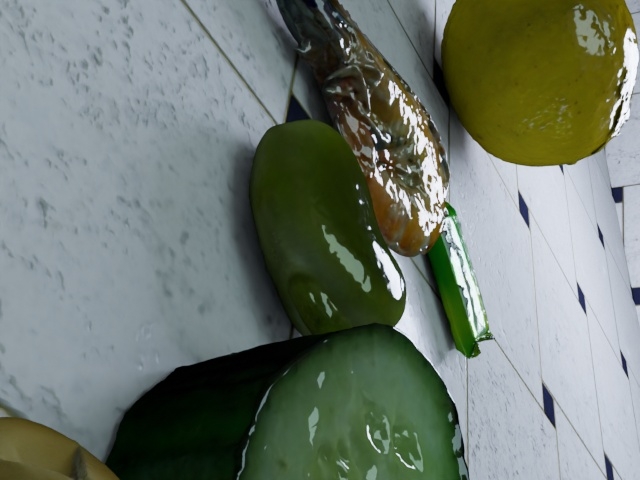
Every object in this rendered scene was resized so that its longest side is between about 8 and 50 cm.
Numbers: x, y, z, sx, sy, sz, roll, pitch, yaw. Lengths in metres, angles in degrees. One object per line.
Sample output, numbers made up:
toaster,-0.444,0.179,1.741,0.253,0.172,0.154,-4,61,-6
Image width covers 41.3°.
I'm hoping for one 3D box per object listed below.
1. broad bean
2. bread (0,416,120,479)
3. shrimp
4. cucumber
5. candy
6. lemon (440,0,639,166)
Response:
broad bean,0.000,0.000,0.605,0.124,0.082,0.174,-8,72,-64
bread,-0.098,0.103,0.300,0.082,0.115,0.056,7,110,-52
shrimp,0.039,-0.102,0.758,0.317,0.062,0.164,51,39,-39
cucumber,-0.012,0.131,0.445,0.191,0.130,0.191,36,44,-45
candy,0.144,0.034,0.916,0.102,0.032,0.178,-17,89,-68
lemon,0.284,-0.223,1.104,0.253,0.253,0.310,-75,147,-47
